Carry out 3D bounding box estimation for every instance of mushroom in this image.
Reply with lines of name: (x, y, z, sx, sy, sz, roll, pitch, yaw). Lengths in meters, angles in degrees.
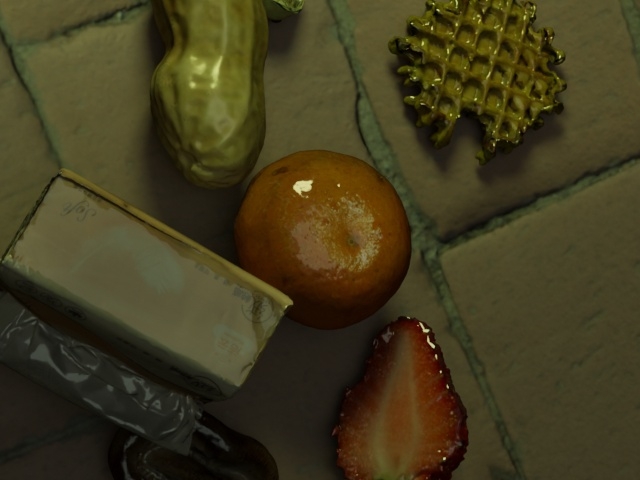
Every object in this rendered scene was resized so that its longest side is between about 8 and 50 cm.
mushroom: (-0.128, 0.284, 1.920, 0.227, 0.217, 0.148, 22, 85, -19)

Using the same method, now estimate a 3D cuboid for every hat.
hat: (-0.062, -0.309, 2.014, 0.077, 0.059, 0.076, 35, 46, -27)

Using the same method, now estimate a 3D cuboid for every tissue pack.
tissue pack: (-0.228, 0.089, 1.860, 0.305, 0.238, 0.239, 30, 81, -11)

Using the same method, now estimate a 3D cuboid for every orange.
orange: (0.000, 0.000, 1.984, 0.224, 0.170, 0.224, 2, 85, -21)

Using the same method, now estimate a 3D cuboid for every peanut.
peanut: (-0.134, -0.214, 1.950, 0.147, 0.147, 0.306, 3, 87, -20)

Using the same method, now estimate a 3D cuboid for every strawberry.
strawberry: (0.115, 0.234, 2.077, 0.175, 0.107, 0.236, 28, 79, 19)

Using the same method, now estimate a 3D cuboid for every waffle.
waffle: (0.212, -0.223, 2.121, 0.231, 0.051, 0.229, -32, 99, -17)
